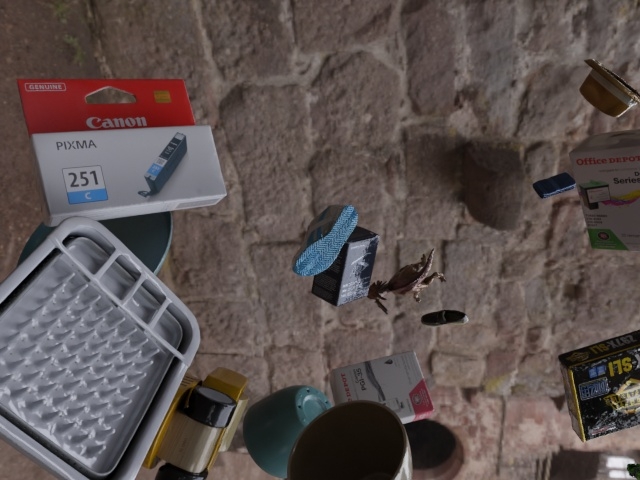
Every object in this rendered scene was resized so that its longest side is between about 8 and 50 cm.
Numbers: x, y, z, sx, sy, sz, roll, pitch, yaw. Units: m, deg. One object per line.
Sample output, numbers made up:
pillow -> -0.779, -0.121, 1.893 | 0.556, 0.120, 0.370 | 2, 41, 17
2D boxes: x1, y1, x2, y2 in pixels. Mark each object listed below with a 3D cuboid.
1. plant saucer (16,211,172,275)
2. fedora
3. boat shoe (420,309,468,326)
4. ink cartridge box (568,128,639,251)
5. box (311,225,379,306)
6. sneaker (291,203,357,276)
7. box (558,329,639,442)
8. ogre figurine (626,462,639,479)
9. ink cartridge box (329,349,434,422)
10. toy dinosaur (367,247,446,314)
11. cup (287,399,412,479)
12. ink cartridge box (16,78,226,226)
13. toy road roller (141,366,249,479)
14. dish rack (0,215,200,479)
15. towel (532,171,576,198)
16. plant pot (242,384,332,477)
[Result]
plant saucer -> -0.414, 0.023, 1.022 | 0.044, 0.317, 0.318 | 66, 24, -53
fedora -> 0.698, -0.358, 1.332 | 0.079, 0.194, 0.194 | -52, -165, 32
boat shoe -> 0.399, 0.246, 1.777 | 0.049, 0.152, 0.056 | 59, 28, -54
ink cartridge box -> 0.756, -0.121, 1.347 | 0.201, 0.117, 0.278 | 4, -59, 56
box -> 0.074, 0.071, 1.627 | 0.153, 0.108, 0.207 | -11, 117, -47
sneaker -> 0.000, 0.000, 1.408 | 0.229, 0.092, 0.087 | -50, 124, -22
box -> 0.850, 0.396, 1.533 | 0.079, 0.322, 0.257 | -102, 174, -74
ogre figurine -> 0.883, 0.608, 1.366 | 0.097, 0.197, 0.118 | -59, 159, 3
ink cartridge box -> 0.190, 0.492, 1.759 | 0.117, 0.283, 0.207 | 96, -20, -62
toy dinosaur -> 0.263, 0.139, 1.743 | 0.296, 0.200, 0.127 | -46, -115, 52
cup -> 0.109, 0.632, 1.460 | 0.331, 0.331, 0.237 | -79, 147, -55
ink cartridge box -> -0.336, -0.173, 0.942 | 0.066, 0.296, 0.261 | -27, -103, 57
toy road roller -> -0.303, 0.367, 1.163 | 0.329, 0.240, 0.202 | 67, 46, -84
dish rack -> -0.325, 0.151, 0.755 | 0.285, 0.072, 0.333 | 51, 28, -22
towel -> 0.737, -0.173, 1.732 | 0.029, 0.119, 0.067 | 76, -6, -52
plant pot -> -0.088, 0.651, 1.946 | 0.235, 0.293, 0.293 | -43, -160, 30
